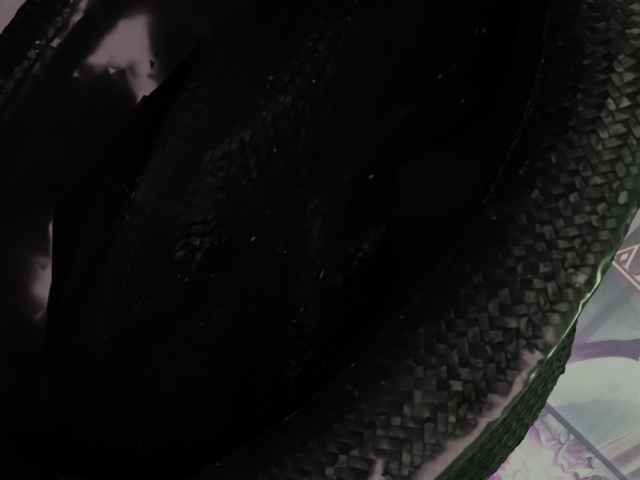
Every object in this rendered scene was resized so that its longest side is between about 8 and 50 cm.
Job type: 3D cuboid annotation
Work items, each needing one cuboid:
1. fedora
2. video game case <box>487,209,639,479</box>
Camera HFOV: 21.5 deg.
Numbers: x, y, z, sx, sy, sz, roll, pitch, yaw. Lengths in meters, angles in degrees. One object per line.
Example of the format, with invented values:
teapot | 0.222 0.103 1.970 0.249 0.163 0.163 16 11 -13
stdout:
fedora | 0.000 0.000 0.614 0.334 0.334 0.152 -43 137 2
video game case | 0.140 0.092 0.704 0.196 0.026 0.274 43 106 -12
